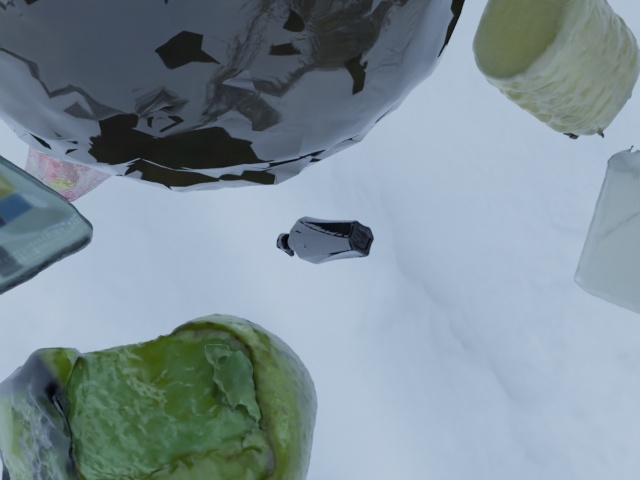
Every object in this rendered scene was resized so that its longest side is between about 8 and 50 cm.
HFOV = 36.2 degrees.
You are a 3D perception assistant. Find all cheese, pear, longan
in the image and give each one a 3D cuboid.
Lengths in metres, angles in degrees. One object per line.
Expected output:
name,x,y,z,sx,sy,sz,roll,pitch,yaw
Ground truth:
cheese,0.211,-0.168,0.871,0.167,0.094,0.123,21,101,-52
pear,-0.098,0.182,0.763,0.164,0.256,0.238,-46,62,47
longan,-0.085,-0.222,0.657,0.391,0.391,0.390,0,109,0

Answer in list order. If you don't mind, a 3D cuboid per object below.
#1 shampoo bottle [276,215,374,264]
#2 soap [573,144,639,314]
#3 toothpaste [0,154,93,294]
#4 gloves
shampoo bottle,0.000,0.000,0.911,0.027,0.137,0.048,-26,103,-30
soap,0.204,0.014,0.358,0.183,0.121,0.063,24,111,37
toothpaste,-0.190,-0.046,0.398,0.255,0.067,0.037,33,136,32
gloves,-0.212,-0.142,0.938,0.145,0.126,0.241,-5,138,-41
